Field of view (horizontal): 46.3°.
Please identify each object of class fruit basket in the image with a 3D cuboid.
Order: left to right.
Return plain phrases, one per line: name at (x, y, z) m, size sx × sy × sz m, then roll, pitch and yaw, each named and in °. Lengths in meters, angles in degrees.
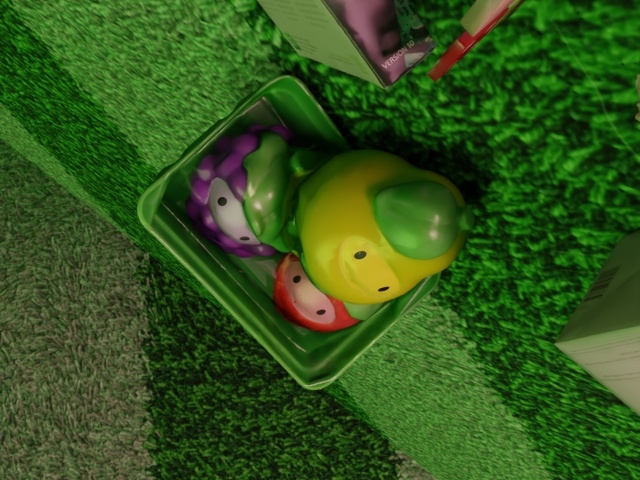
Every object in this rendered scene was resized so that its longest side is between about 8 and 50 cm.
fruit basket at (0.000, 0.000, 0.898) m, size 0.392 × 0.283 × 0.392 m, roll 48°, pitch 177°, yaw 4°

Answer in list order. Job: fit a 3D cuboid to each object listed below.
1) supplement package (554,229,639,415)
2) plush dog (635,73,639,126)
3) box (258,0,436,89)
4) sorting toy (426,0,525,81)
supplement package at (0.351, 0.105, 0.621) m, size 0.244 × 0.139 × 0.134 m, roll 40°, pitch 160°, yaw -1°
plush dog at (0.284, 0.020, 0.373) m, size 0.262 × 0.225 × 0.210 m, roll 36°, pitch 163°, yaw -26°
box at (-0.060, -0.268, 0.562) m, size 0.322 × 0.058 × 0.232 m, roll 48°, pitch 180°, yaw -27°
sorting toy at (0.128, -0.185, 0.392) m, size 0.046 × 0.132 × 0.274 m, roll 47°, pitch 161°, yaw 1°
